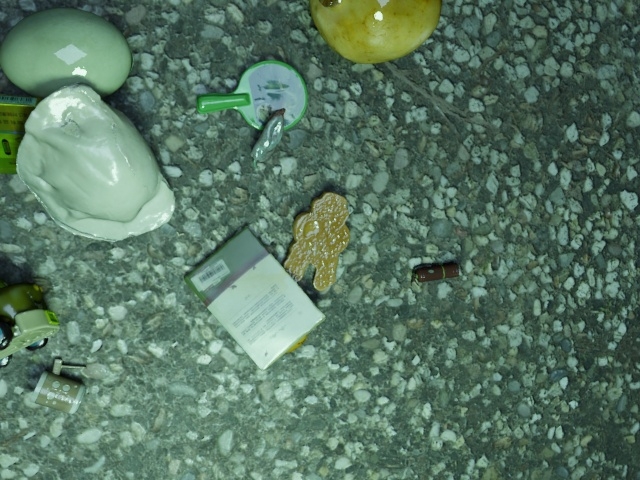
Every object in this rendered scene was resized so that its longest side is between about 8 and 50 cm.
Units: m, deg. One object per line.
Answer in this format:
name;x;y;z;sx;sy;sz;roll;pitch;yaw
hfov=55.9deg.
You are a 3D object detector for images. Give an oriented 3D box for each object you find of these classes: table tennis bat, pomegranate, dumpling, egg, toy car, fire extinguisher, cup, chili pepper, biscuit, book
table tennis bat;-0.152;-0.322;1.368;0.257;0.039;0.160;-9;102;-14
pomegranate;0.124;-0.528;1.289;0.307;0.307;0.307;-2;99;-13
dumpling;-0.468;-0.137;1.234;0.260;0.341;0.181;-29;67;0
egg;-0.503;-0.362;1.197;0.253;0.186;0.186;-4;99;-9
toy car;-0.695;0.157;1.249;0.248;0.204;0.198;-26;81;-6
fire extinguisher;0.286;0.082;1.533;0.132;0.039;0.056;-8;67;-12
cup;-0.581;0.330;1.355;0.099;0.102;0.074;25;130;-17
chili pepper;-0.117;-0.230;1.372;0.041;0.050;0.153;41;110;17
biscuit;-0.003;-0.002;1.453;0.144;0.040;0.236;18;92;-22
book;-0.153;0.136;1.409;0.201;0.026;0.289;-39;92;-6

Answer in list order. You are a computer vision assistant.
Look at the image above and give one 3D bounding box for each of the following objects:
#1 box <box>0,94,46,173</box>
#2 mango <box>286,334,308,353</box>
box;-0.600;-0.207;1.216;0.121;0.030;0.193;2;143;-14
mango;-0.078;0.231;1.458;0.114;0.057;0.079;-38;110;-3
